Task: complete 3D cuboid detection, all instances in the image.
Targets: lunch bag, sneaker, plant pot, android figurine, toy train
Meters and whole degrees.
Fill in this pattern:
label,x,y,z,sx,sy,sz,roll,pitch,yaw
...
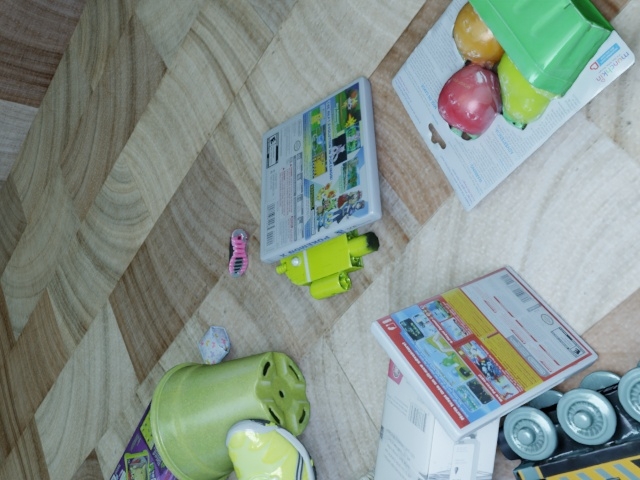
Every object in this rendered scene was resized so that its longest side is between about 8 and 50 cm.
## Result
label,x,y,z,sx,sy,sz,roll,pitch,yaw
lunch bag,-0.260,0.267,1.511,0.071,0.053,0.083,-52,44,23
sneaker,-0.209,0.032,1.503,0.057,0.047,0.120,-3,81,62
plant pot,-0.172,0.358,1.299,0.253,0.276,0.276,-26,67,26
android figurine,0.000,0.000,1.298,0.272,0.056,0.249,-19,72,39
sneaker,-0.068,0.515,1.143,0.145,0.147,0.385,-24,98,14
toy train,0.408,0.281,0.834,0.333,0.142,0.190,-34,72,36

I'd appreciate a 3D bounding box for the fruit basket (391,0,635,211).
label,x,y,z,sx,sy,sz,roll,pitch,yaw
fruit basket,0.294,-0.280,1.018,0.353,0.165,0.327,-54,51,44

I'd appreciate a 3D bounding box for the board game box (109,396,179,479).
label,x,y,z,sx,sy,sz,roll,pitch,yaw
board game box,-0.468,0.626,1.668,0.208,0.056,0.347,49,118,40

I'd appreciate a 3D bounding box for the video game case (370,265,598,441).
label,x,y,z,sx,sy,sz,roll,pitch,yaw
video game case,0.245,0.153,0.907,0.204,0.285,0.025,52,146,34

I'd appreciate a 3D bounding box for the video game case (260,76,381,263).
label,x,y,z,sx,sy,sz,roll,pitch,yaw
video game case,-0.010,-0.145,1.277,0.299,0.036,0.329,-22,57,35

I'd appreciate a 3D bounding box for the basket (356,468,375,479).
label,x,y,z,sx,sy,sz,roll,pitch,yaw
basket,0.086,0.527,1.114,0.113,0.103,0.167,32,107,35

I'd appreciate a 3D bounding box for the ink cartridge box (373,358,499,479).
label,x,y,z,sx,sy,sz,roll,pitch,yaw
ink cartridge box,0.183,0.325,0.990,0.207,0.117,0.283,-169,86,-76
